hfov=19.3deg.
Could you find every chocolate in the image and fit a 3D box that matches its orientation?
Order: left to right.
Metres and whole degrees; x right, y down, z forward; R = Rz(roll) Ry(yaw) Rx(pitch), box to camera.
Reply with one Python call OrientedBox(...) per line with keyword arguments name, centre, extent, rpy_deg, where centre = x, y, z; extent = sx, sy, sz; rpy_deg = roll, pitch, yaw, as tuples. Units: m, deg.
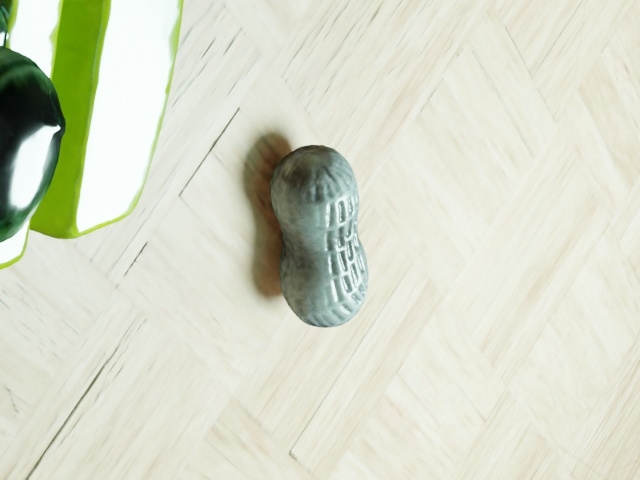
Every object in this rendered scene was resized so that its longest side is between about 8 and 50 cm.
OrientedBox(name="chocolate", centre=(0.000, 0.000, 1.448), extent=(0.072, 0.072, 0.167), rpy_deg=(-38, 139, -34))

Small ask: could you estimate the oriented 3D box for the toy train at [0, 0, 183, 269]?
OrientedBox(name="toy train", centre=(-0.259, -0.099, 0.723), extent=(0.272, 0.442, 0.179), rpy_deg=(-28, 134, -60))
